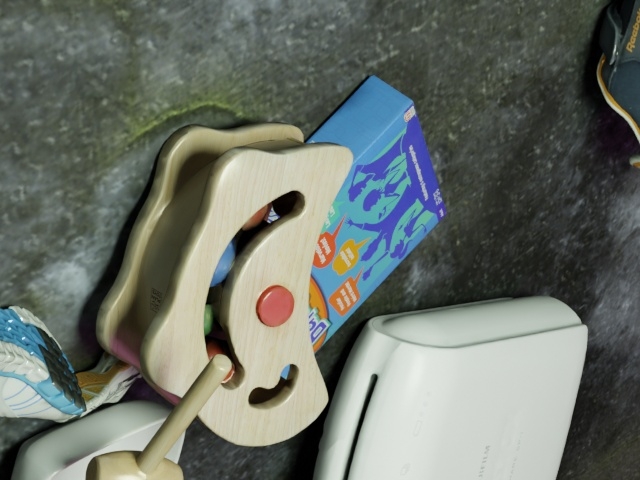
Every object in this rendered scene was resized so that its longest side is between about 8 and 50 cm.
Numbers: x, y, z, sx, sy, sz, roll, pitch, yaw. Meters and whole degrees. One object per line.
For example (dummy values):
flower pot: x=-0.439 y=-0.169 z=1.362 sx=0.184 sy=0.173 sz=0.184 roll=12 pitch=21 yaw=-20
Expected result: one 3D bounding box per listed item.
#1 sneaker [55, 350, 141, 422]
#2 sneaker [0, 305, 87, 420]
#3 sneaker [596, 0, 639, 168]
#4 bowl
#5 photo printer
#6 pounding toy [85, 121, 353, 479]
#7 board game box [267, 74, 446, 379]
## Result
sneaker: x=-0.154 y=0.106 z=1.248 sx=0.083 sy=0.032 sz=0.037 roll=-37 pitch=146 yaw=-27
sneaker: x=-0.216 y=0.083 z=1.116 sx=0.083 sy=0.071 sz=0.190 roll=-35 pitch=152 yaw=7
sneaker: x=0.299 y=-0.193 z=1.530 sx=0.126 sy=0.127 sz=0.321 roll=-30 pitch=118 yaw=-46
bowl: x=-0.171 y=0.176 z=1.268 sx=0.142 sy=0.053 sz=0.142 roll=-23 pitch=141 yaw=-44
photo printer: x=0.109 y=0.182 z=1.599 sx=0.307 sy=0.107 sz=0.256 roll=-3 pitch=110 yaw=-54
pounding toy: x=-0.042 y=0.060 z=1.175 sx=0.154 sy=0.155 sz=0.269 roll=19 pitch=94 yaw=-38
board game box: x=0.000 y=0.000 z=1.348 sx=0.210 sy=0.047 sz=0.160 roll=-46 pitch=150 yaw=-14
